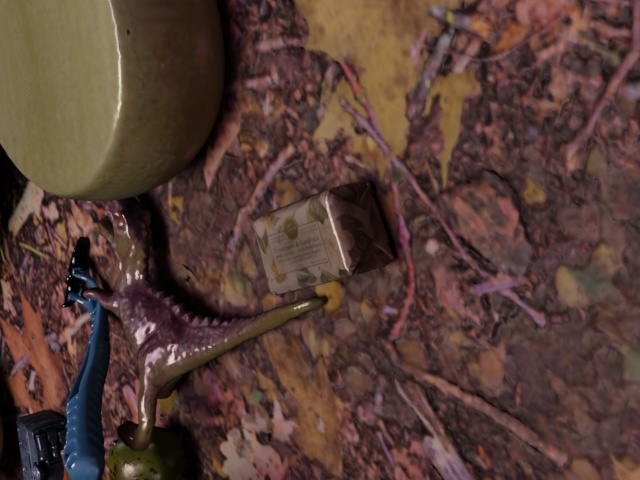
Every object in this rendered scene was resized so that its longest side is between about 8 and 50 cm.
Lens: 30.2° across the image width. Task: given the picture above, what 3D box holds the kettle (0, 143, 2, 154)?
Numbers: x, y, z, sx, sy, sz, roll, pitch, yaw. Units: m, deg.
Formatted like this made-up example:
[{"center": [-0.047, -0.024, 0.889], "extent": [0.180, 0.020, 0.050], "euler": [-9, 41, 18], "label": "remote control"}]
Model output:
[{"center": [-0.419, -0.059, 1.220], "extent": [0.255, 0.165, 0.240], "euler": [113, 156, -44], "label": "kettle"}]

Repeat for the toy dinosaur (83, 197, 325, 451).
[{"center": [-0.116, 0.074, 0.963], "extent": [0.251, 0.072, 0.199], "euler": [40, 124, 45], "label": "toy dinosaur"}]

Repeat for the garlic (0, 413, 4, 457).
[{"center": [-0.439, 0.205, 1.320], "extent": [0.145, 0.164, 0.244], "euler": [-151, 59, -61], "label": "garlic"}]

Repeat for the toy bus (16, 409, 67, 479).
[{"center": [-0.283, 0.263, 1.248], "extent": [0.065, 0.047, 0.165], "euler": [18, 116, 50], "label": "toy bus"}]

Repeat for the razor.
[{"center": [-0.204, 0.106, 1.035], "extent": [0.253, 0.042, 0.082], "euler": [-103, 25, -50], "label": "razor"}]

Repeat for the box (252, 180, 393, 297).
[{"center": [0.000, 0.000, 0.814], "extent": [0.098, 0.045, 0.062], "euler": [-21, 86, 52], "label": "box"}]

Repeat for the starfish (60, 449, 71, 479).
[{"center": [-0.176, 0.362, 1.057], "extent": [0.398, 0.132, 0.384], "euler": [71, 166, -13], "label": "starfish"}]

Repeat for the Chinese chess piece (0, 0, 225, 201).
[{"center": [-0.179, -0.155, 0.922], "extent": [0.250, 0.101, 0.250], "euler": [21, 119, 44], "label": "Chinese chess piece"}]

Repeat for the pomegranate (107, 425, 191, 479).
[{"center": [-0.150, 0.206, 1.054], "extent": [0.073, 0.073, 0.084], "euler": [-2, 121, 50], "label": "pomegranate"}]
